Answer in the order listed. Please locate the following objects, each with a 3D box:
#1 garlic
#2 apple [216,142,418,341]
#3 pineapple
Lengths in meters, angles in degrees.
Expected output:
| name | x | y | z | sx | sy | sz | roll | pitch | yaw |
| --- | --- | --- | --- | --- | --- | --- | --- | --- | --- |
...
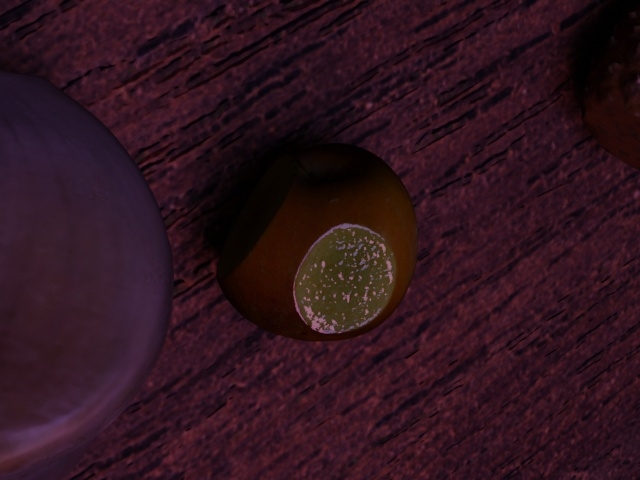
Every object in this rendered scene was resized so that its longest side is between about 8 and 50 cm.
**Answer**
| name | x | y | z | sx | sy | sz | roll | pitch | yaw |
| --- | --- | --- | --- | --- | --- | --- | --- | --- | --- |
| garlic | -0.244 | 0.033 | 1.356 | 0.245 | 0.231 | 0.340 | -4 | 74 | -25 |
| apple | -0.001 | -0.003 | 1.527 | 0.163 | 0.146 | 0.147 | 5 | 113 | -22 |
| pineapple | 0.352 | -0.197 | 1.726 | 0.158 | 0.157 | 0.279 | 44 | 68 | -39 |
